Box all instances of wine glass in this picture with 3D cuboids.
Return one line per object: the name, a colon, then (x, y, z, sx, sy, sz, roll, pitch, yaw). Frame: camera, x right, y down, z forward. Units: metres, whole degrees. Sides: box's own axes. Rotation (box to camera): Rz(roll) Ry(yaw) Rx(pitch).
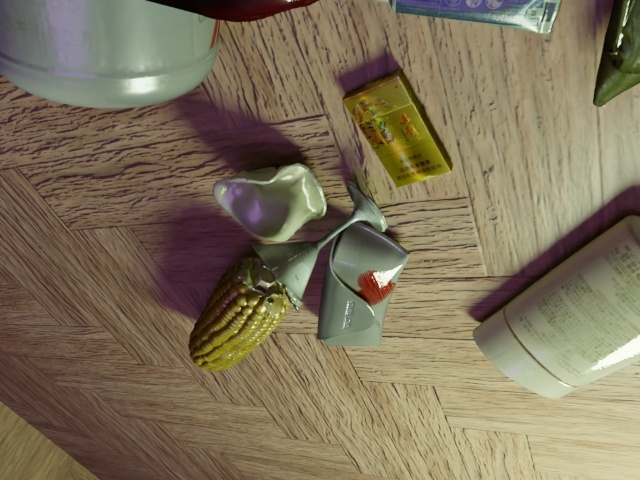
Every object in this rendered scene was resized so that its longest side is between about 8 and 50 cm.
wine glass: (0.000, 0.000, 0.806, 0.122, 0.183, 0.122, 50, 173, 9)

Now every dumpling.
dumpling: (-0.066, -0.067, 0.835, 0.134, 0.100, 0.169, -34, 116, 31)

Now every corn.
corn: (-0.164, 0.157, 1.086, 0.143, 0.144, 0.387, 28, 142, -6)

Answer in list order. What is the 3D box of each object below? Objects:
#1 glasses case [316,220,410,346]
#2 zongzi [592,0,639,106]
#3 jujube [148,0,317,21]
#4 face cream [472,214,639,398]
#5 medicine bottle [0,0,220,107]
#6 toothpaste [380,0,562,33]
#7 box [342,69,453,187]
glasses case: (0.063, 0.106, 0.966, 0.128, 0.083, 0.308, 17, 139, 8)
zongzi: (0.380, -0.214, 0.458, 0.250, 0.125, 0.275, 13, 141, 22)
jujube: (-0.007, -0.308, 0.364, 0.258, 0.376, 0.258, 41, 160, 19)
face cream: (0.389, 0.122, 0.820, 0.173, 0.081, 0.349, 46, 139, 11)
medicine bottle: (-0.217, -0.312, 0.529, 0.244, 0.245, 0.307, 17, 130, 7)
toothpaste: (0.150, -0.254, 0.585, 0.197, 0.035, 0.057, 10, 144, 10)
box: (0.104, -0.142, 0.732, 0.089, 0.022, 0.156, -14, 127, 34)
